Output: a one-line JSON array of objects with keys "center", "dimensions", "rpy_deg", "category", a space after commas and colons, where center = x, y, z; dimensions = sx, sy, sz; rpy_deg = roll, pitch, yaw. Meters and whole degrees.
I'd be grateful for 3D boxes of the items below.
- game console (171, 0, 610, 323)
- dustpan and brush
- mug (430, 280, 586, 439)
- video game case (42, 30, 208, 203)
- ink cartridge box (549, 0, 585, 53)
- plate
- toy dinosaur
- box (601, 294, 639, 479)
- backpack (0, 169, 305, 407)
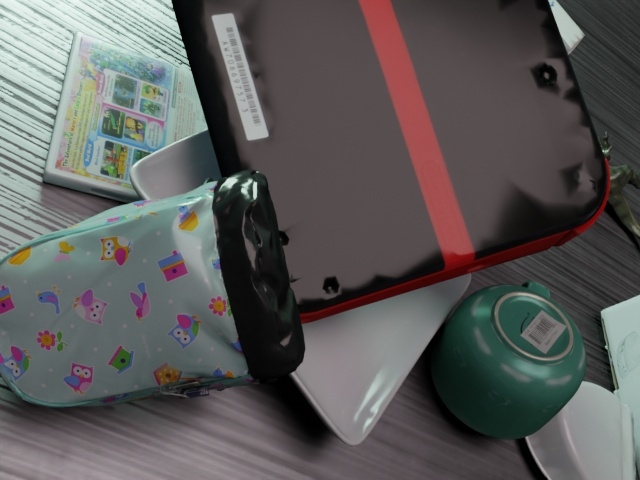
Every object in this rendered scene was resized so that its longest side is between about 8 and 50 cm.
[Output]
[{"center": [0.060, -0.153, 0.553], "dimensions": [0.342, 0.060, 0.386], "rpy_deg": [-15, 83, -17], "category": "game console"}, {"center": [0.236, 0.184, 0.660], "dimensions": [0.211, 0.060, 0.147], "rpy_deg": [40, 46, -18], "category": "dustpan and brush"}, {"center": [0.179, 0.096, 0.612], "dimensions": [0.129, 0.097, 0.157], "rpy_deg": [4, 49, -12], "category": "mug"}, {"center": [-0.158, -0.101, 0.570], "dimensions": [0.143, 0.019, 0.157], "rpy_deg": [15, 57, -28], "category": "video game case"}, {"center": [0.244, -0.301, 0.893], "dimensions": [0.190, 0.139, 0.082], "rpy_deg": [48, 45, -2], "category": "ink cartridge box"}, {"center": [0.000, 0.000, 0.590], "dimensions": [0.278, 0.045, 0.277], "rpy_deg": [51, 43, -3], "category": "plate"}, {"center": [0.440, -0.100, 0.969], "dimensions": [0.268, 0.064, 0.118], "rpy_deg": [49, 54, -4], "category": "toy dinosaur"}, {"center": [0.476, 0.208, 0.764], "dimensions": [0.231, 0.127, 0.262], "rpy_deg": [20, 54, -27], "category": "box"}, {"center": [-0.112, 0.035, 0.411], "dimensions": [0.182, 0.115, 0.152], "rpy_deg": [-12, 85, 2], "category": "backpack"}]
